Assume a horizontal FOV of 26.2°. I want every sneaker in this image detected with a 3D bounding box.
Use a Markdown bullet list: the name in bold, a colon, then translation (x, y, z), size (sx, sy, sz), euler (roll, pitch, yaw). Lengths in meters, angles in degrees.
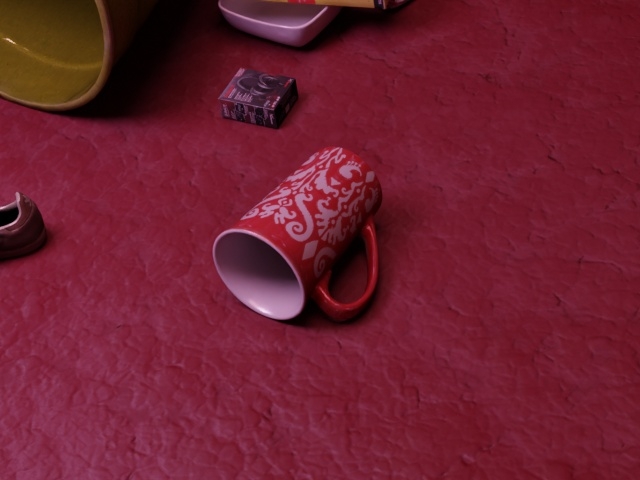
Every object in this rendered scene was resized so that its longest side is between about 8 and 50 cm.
- **sneaker**: translation (-0.398, -0.006, 1.499), size (0.188, 0.071, 0.066), euler (-19, 46, -10)

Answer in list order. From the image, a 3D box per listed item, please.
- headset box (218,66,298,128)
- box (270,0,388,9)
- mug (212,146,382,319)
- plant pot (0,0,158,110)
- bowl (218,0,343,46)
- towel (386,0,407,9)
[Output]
- **headset box**: translation (-0.077, -0.171, 1.637), size (0.083, 0.032, 0.062), euler (15, 50, 21)
- **box**: translation (-0.025, -0.338, 1.702), size (0.232, 0.058, 0.087), euler (6, 48, 14)
- **mug**: translation (-0.007, 0.000, 1.426), size (0.113, 0.150, 0.169), euler (-17, 24, 48)
- **plant pot**: translation (-0.301, -0.409, 1.674), size (0.367, 0.366, 0.353), euler (19, 51, 26)
- **bowl**: translation (-0.042, -0.299, 1.744), size (0.142, 0.053, 0.142), euler (20, 51, 27)
- **towel**: translation (0.077, -0.400, 1.791), size (0.144, 0.029, 0.197), euler (-37, 76, -26)
